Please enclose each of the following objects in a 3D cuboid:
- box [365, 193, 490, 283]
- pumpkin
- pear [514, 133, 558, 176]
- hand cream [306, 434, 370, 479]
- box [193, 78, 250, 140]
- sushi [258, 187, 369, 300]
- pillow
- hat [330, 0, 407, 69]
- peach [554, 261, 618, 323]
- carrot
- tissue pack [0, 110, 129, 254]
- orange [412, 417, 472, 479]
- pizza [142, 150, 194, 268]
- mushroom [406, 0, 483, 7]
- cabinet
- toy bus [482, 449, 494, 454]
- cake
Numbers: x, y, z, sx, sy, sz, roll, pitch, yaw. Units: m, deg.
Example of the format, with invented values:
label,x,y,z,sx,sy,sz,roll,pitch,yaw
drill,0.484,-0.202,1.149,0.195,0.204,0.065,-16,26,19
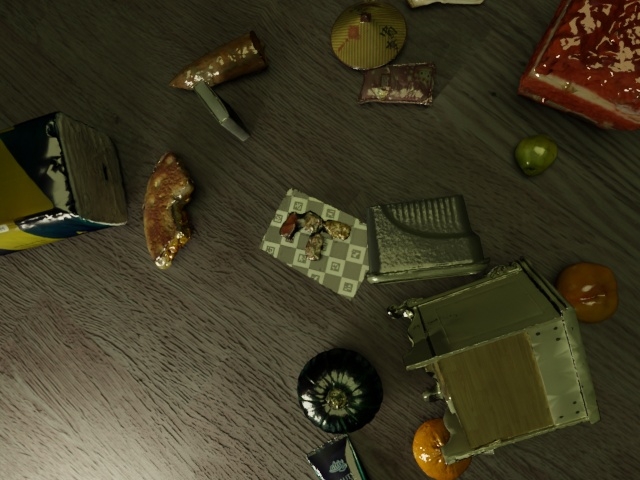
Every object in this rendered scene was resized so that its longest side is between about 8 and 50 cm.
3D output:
label,x,y,z,sx,sy,sz,roll,pitch,yaw
box,0.234,0.000,1.139,0.275,0.138,0.178,-7,82,2
pumpkin,0.044,0.351,1.153,0.202,0.140,0.201,0,88,11
pear,0.497,-0.196,1.140,0.092,0.092,0.096,6,88,8
hand cream,0.082,0.607,1.185,0.120,0.061,0.270,-35,76,10
box,-0.234,-0.311,1.201,0.036,0.177,0.115,-37,84,5
sushi,0.000,0.000,1.222,0.280,0.043,0.192,29,91,8
pillow,0.187,-0.383,1.213,0.185,0.043,0.118,5,80,6
hat,0.113,-0.519,1.195,0.193,0.082,0.192,-2,77,9
peach,0.586,0.116,1.093,0.138,0.138,0.138,0,87,8
carrot,-0.265,-0.439,1.254,0.263,0.102,0.101,-20,85,8
tissue pack,-0.737,-0.119,1.226,0.417,0.253,0.263,-13,86,9
orange,0.277,0.475,1.126,0.136,0.117,0.135,0,89,15
pizza,-0.379,-0.079,1.258,0.162,0.086,0.305,3,86,30
mushroom,0.306,-0.600,1.206,0.202,0.054,0.059,-2,93,3
cabinet,0.344,0.245,1.028,0.318,0.227,0.289,-22,112,8
toy bus,0.372,0.429,1.154,0.052,0.037,0.130,-9,86,10
cake,0.599,-0.393,1.018,0.270,0.319,0.269,27,97,6
